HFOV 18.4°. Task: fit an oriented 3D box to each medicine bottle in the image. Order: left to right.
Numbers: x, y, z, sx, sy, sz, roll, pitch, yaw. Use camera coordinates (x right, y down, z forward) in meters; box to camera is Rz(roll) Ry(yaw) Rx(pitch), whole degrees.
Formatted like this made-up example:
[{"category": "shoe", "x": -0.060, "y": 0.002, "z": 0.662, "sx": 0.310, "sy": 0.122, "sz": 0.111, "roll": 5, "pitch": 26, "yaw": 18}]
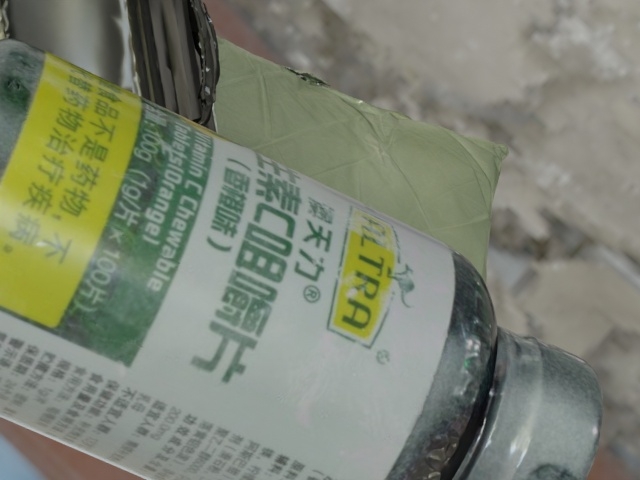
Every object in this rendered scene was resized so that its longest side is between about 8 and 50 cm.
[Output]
[{"category": "medicine bottle", "x": -0.031, "y": 0.039, "z": 0.810, "sx": 0.293, "sy": 0.141, "sz": 0.141, "roll": 26, "pitch": 166, "yaw": -15}]

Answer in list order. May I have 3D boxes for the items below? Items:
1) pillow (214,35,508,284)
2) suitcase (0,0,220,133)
[{"category": "pillow", "x": 0.001, "y": 0.001, "z": 1.456, "sx": 0.280, "sy": 0.274, "sz": 0.076, "roll": 20, "pitch": 147, "yaw": -18}, {"category": "suitcase", "x": -0.273, "y": -0.082, "z": 1.212, "sx": 0.194, "sy": 0.434, "sz": 0.283, "roll": 10, "pitch": -109, "yaw": -78}]
